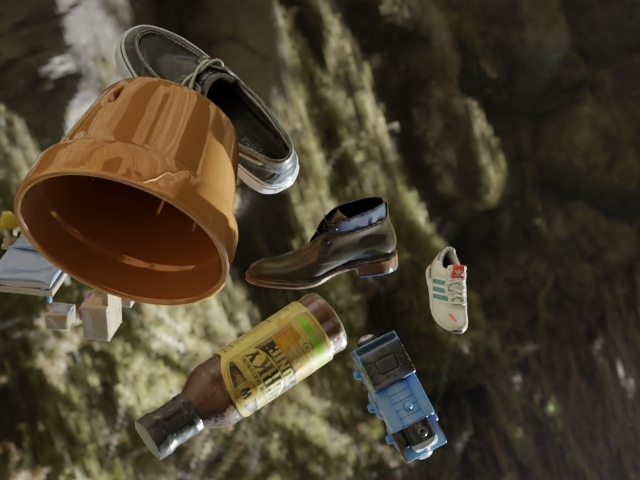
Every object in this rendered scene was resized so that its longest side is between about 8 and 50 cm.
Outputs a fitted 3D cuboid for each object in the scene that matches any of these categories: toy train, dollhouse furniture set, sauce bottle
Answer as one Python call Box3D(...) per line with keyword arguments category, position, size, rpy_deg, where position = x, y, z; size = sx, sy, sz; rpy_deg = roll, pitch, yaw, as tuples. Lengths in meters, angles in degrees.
Box3D(category="toy train", position=(0.102, 0.208, 1.924), size=(0.080, 0.184, 0.105), rpy_deg=(-26, 175, -6))
Box3D(category="dollhouse furniture set", position=(-0.479, 0.009, 2.573), size=(0.304, 0.198, 0.286), rpy_deg=(6, -152, 10))
Box3D(category="sauce bottle", position=(-0.120, 0.210, 2.190), size=(0.344, 0.111, 0.111), rpy_deg=(-34, -154, -19))

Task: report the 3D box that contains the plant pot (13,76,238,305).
Box3D(category="plant pot", position=(-0.229, -0.077, 1.900), size=(0.291, 0.291, 0.203), rpy_deg=(-4, -128, 31))

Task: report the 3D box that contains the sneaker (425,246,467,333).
Box3D(category="sneaker", position=(0.222, 0.081, 2.463), size=(0.057, 0.075, 0.161), rpy_deg=(7, -134, -18))

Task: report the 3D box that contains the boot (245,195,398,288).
Box3D(category="boot", position=(0.000, 0.000, 1.996), size=(0.219, 0.106, 0.082), rpy_deg=(-9, -153, -15))

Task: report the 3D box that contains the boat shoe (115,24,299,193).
Box3D(category="boat shoe", position=(-0.155, -0.210, 2.079), size=(0.121, 0.335, 0.119), rpy_deg=(-48, 172, -24))
